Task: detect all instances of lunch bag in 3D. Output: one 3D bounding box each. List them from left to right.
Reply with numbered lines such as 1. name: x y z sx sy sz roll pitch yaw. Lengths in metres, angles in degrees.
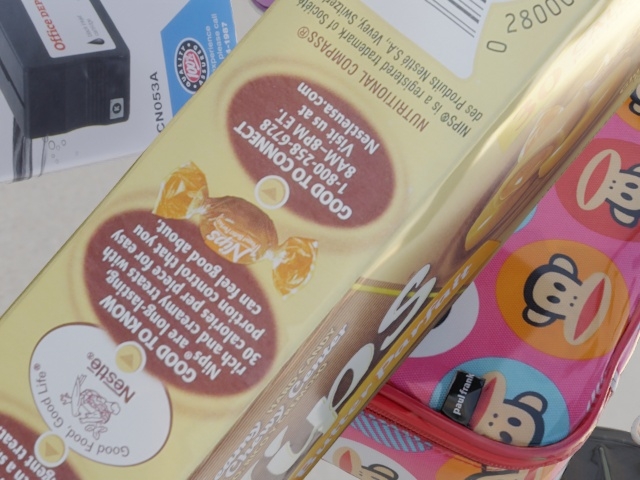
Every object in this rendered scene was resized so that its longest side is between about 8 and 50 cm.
1. lunch bag: 0.055 -0.018 0.728 0.293 0.258 0.120 -56 165 -33

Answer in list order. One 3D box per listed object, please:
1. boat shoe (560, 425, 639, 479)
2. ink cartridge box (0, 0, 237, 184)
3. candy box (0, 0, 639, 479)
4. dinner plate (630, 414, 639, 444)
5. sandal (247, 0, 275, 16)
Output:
1. boat shoe: 0.105 0.198 0.991 0.104 0.307 0.111 70 9 -83
2. ink cartridge box: -0.206 -0.146 0.827 0.307 0.129 0.223 -16 102 -45
3. candy box: 0.000 0.000 0.504 0.087 0.316 0.183 41 -1 15
4. dinner plate: 0.200 0.072 0.569 0.141 0.141 0.017 -20 98 -68
5. sandal: -0.054 -0.395 1.154 0.102 0.169 0.416 -1 95 -32
